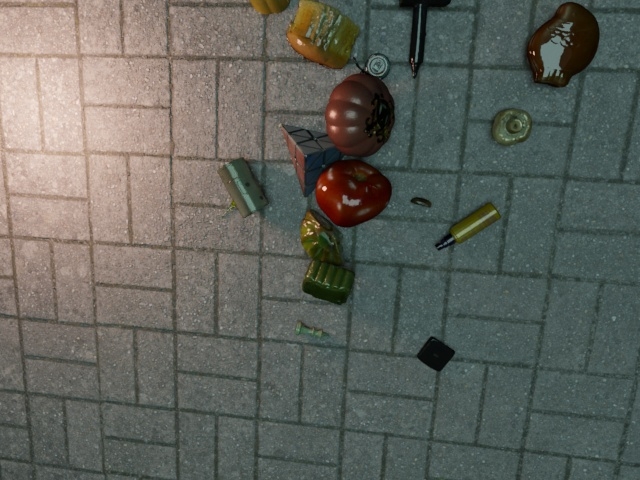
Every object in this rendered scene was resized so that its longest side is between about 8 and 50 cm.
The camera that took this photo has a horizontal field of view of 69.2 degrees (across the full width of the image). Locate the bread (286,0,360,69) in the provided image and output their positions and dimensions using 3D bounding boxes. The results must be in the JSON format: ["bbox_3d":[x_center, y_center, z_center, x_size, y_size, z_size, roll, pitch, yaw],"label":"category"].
[{"bbox_3d":[0.003,-0.765,1.733,0.261,0.163,0.204,22,106,-7],"label":"bread"}]

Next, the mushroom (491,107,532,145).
[{"bbox_3d":[0.715,-0.425,1.736,0.147,0.112,0.148,0,97,0],"label":"mushroom"}]

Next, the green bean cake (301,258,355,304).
[{"bbox_3d":[0.030,0.173,1.897,0.200,0.214,0.113,16,66,4],"label":"green bean cake"}]

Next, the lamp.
[{"bbox_3d":[0.134,-0.462,1.724,0.239,0.305,0.306,18,106,37],"label":"lamp"}]

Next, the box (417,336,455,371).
[{"bbox_3d":[0.496,0.492,2.001,0.126,0.027,0.125,33,106,-2],"label":"box"}]

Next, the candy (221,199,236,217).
[{"bbox_3d":[-0.390,-0.137,1.987,0.035,0.035,0.123,42,114,-14],"label":"candy"}]

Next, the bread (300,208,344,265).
[{"bbox_3d":[0.003,0.013,1.901,0.260,0.158,0.156,43,107,0],"label":"bread"}]

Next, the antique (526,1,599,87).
[{"bbox_3d":[0.857,-0.690,1.653,0.223,0.129,0.278,10,103,5],"label":"antique"}]

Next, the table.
[{"bbox_3d":[-0.318,-0.216,1.908,0.126,0.126,0.220,-28,96,12],"label":"table"}]

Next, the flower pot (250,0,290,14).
[{"bbox_3d":[-0.206,-0.962,1.711,0.195,0.179,0.195,1,100,7],"label":"flower pot"}]

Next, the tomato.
[{"bbox_3d":[0.122,-0.177,1.798,0.298,0.299,0.226,17,136,4],"label":"tomato"}]

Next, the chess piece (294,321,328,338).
[{"bbox_3d":[-0.038,0.403,2.037,0.149,0.059,0.059,15,103,0],"label":"chess piece"}]

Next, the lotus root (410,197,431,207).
[{"bbox_3d":[0.407,-0.156,1.870,0.083,0.037,0.030,14,99,5],"label":"lotus root"}]

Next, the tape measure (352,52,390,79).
[{"bbox_3d":[0.199,-0.659,1.730,0.104,0.180,0.107,37,105,15],"label":"tape measure"}]

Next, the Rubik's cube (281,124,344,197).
[{"bbox_3d":[-0.036,-0.337,1.838,0.233,0.228,0.228,-9,58,44],"label":"Rubik's cube"}]

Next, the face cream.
[{"bbox_3d":[0.579,-0.044,1.850,0.273,0.078,0.078,-35,95,13],"label":"face cream"}]

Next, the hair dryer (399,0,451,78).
[{"bbox_3d":[0.384,-0.788,1.724,0.189,0.107,0.352,2,110,5],"label":"hair dryer"}]
